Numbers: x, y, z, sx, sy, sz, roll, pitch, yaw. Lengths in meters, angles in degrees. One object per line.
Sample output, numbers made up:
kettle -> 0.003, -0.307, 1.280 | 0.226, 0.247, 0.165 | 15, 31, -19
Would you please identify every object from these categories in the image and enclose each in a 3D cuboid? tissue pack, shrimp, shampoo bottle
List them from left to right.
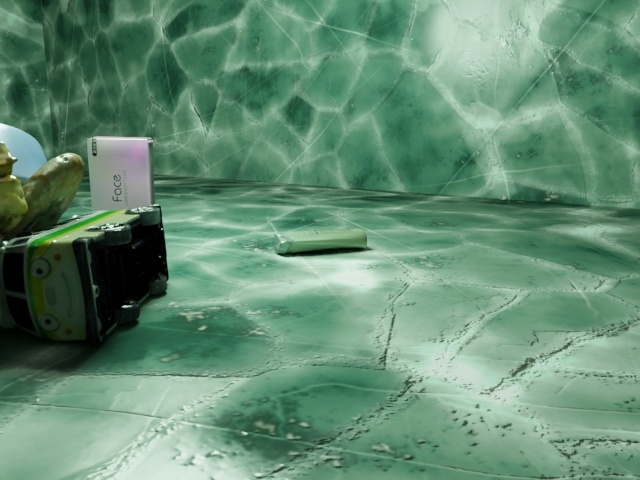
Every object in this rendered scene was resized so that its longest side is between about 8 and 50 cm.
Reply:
shrimp -> -0.478, -0.017, 0.860 | 0.077, 0.317, 0.168 | 41, 13, -10
tissue pack -> -0.498, -0.139, 1.402 | 0.149, 0.246, 0.092 | -2, 12, -11
shampoo bottle -> 0.000, 0.000, 1.245 | 0.213, 0.049, 0.072 | -3, 16, -19

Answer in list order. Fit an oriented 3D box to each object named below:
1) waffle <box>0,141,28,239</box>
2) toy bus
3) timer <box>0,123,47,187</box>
waffle -> -0.578, -0.001, 0.702 | 0.376, 0.114, 0.261 | -24, -5, 38
toy bus -> -0.350, 0.037, 0.827 | 0.179, 0.143, 0.305 | -2, 12, 1
timer -> -0.662, -0.089, 0.971 | 0.395, 0.173, 0.395 | -23, -11, -5
